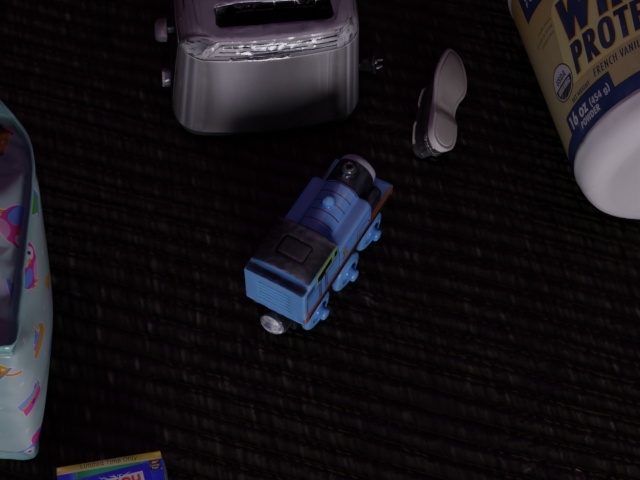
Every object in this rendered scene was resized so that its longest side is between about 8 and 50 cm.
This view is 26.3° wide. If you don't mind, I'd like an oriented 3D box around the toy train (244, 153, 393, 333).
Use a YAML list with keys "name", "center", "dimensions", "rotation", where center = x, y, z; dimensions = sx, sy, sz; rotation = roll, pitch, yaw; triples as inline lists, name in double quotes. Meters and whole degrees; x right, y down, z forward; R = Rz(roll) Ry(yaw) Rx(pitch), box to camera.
- name: "toy train"
  center: [0.000, 0.000, 1.249]
  dimensions: [0.080, 0.105, 0.184]
  rotation: [28, 63, 14]

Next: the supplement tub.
- name: "supplement tub"
  center: [0.309, -0.205, 1.306]
  dimensions: [0.228, 0.228, 0.316]
  rotation: [-11, 61, -8]

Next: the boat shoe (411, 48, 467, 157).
- name: "boat shoe"
  center: [0.117, -0.136, 1.370]
  dimensions: [0.046, 0.038, 0.125]
  rotation: [31, 54, -34]

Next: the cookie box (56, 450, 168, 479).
- name: "cookie box"
  center: [-0.169, 0.237, 1.145]
  dimensions: [0.091, 0.040, 0.107]
  rotation: [-9, 60, -6]

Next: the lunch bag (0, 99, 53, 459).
- name: "lunch bag"
  center: [-0.306, 0.025, 1.159]
  dimensions: [0.160, 0.223, 0.262]
  rotation: [0, 58, -7]

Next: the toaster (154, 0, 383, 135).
- name: "toaster"
  center: [-0.046, -0.191, 1.335]
  dimensions: [0.227, 0.146, 0.129]
  rotation: [-4, 61, -4]
